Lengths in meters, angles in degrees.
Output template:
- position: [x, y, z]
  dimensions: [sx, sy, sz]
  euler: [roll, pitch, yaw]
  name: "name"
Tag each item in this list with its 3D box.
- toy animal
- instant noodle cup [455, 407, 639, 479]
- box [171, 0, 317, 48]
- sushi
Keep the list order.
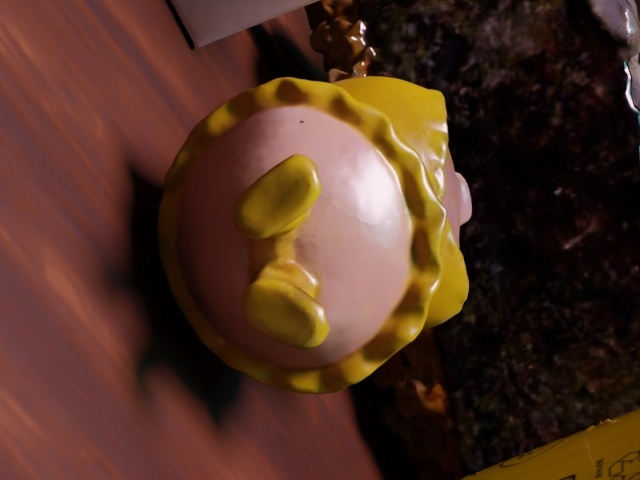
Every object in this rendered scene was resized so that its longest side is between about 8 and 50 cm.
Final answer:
- position: [0.000, -0.005, 0.786]
  dimensions: [0.230, 0.156, 0.156]
  euler: [-24, 96, -81]
  name: "toy animal"
- position: [0.130, 0.226, 0.733]
  dimensions: [0.325, 0.254, 0.326]
  euler: [-18, 90, -72]
  name: "instant noodle cup"
- position: [-0.022, -0.251, 0.828]
  dimensions: [0.106, 0.203, 0.252]
  euler: [-77, 144, -56]
  name: "box"
- position: [0.114, -0.004, 1.002]
  dimensions: [0.234, 0.207, 0.349]
  euler: [-22, 101, -85]
  name: "sushi"
